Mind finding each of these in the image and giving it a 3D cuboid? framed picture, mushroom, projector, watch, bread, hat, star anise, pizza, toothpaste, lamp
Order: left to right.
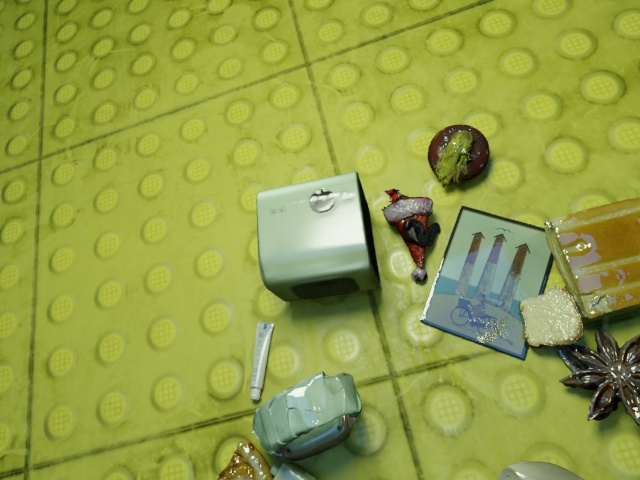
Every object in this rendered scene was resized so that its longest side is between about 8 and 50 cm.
[{"bbox_3d":[-0.183,0.557,1.037,0.161,0.062,0.182,-21,67,7],"label":"pizza"},{"bbox_3d":[-0.153,0.302,1.146,0.048,0.031,0.191,-2,66,16],"label":"toothpaste"},{"bbox_3d":[-0.030,0.374,0.970,0.253,0.241,0.162,-27,67,3],"label":"watch"},{"bbox_3d":[0.000,0.000,1.102,0.249,0.248,0.249,-10,68,10],"label":"projector"},{"bbox_3d":[0.229,-0.010,1.127,0.128,0.140,0.228,-12,79,20],"label":"hat"},{"bbox_3d":[0.355,-0.229,1.165,0.156,0.135,0.157,-22,64,4],"label":"lamp"},{"bbox_3d":[0.410,0.089,1.096,0.244,0.013,0.324,18,75,19],"label":"framed picture"},{"bbox_3d":[0.508,0.172,0.997,0.126,0.044,0.129,-27,56,38],"label":"bread"},{"bbox_3d":[0.459,0.491,0.887,0.212,0.088,0.097,9,81,11],"label":"mushroom"},{"bbox_3d":[0.597,0.271,0.934,0.230,0.081,0.262,-54,37,-10],"label":"star anise"},{"bbox_3d":[0.647,0.040,0.998,0.246,0.111,0.239,-13,67,7],"label":"bread"}]

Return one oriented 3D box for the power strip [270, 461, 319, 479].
[{"bbox_3d":[0.053,0.584,0.951,0.385,0.091,0.062,25,76,22],"label":"power strip"}]
